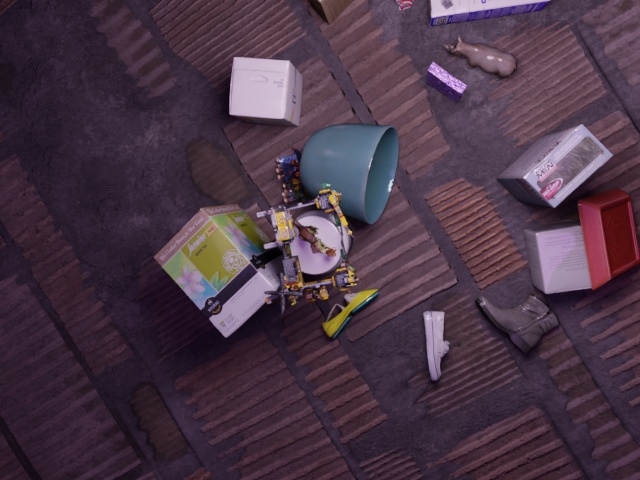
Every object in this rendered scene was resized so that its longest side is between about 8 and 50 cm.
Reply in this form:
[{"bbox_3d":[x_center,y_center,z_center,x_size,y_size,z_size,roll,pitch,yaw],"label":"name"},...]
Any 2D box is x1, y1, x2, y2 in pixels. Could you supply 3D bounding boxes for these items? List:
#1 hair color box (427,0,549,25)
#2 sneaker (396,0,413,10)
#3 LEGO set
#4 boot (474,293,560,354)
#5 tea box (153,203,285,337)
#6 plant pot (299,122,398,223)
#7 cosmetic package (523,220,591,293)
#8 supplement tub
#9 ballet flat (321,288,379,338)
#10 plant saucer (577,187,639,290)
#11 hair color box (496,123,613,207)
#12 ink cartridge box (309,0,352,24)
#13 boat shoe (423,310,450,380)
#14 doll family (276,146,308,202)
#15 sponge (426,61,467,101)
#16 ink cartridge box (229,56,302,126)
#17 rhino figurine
[{"bbox_3d":[0.486,-0.760,1.551,0.338,0.110,0.186,-4,97,7],"label":"hair color box"},{"bbox_3d":[0.232,-0.752,1.622,0.118,0.042,0.067,14,95,5],"label":"sneaker"},{"bbox_3d":[-0.034,0.019,1.389,0.254,0.192,0.332,-3,96,9],"label":"LEGO set"},{"bbox_3d":[0.618,0.223,1.658,0.246,0.083,0.161,43,93,-3],"label":"boot"},{"bbox_3d":[-0.277,0.076,1.642,0.220,0.329,0.323,-44,89,11],"label":"tea box"},{"bbox_3d":[0.078,-0.220,1.589,0.235,0.293,0.293,16,98,20],"label":"plant pot"},{"bbox_3d":[0.715,0.048,1.578,0.151,0.151,0.184,-10,95,9],"label":"cosmetic package"},{"bbox_3d":[0.000,0.000,1.620,0.190,0.272,0.191,1,96,9],"label":"supplement tub"},{"bbox_3d":[0.091,0.224,1.735,0.231,0.077,0.077,-47,71,12],"label":"ballet flat"},{"bbox_3d":[0.845,-0.011,1.519,0.047,0.258,0.259,-5,98,53],"label":"plant saucer"},{"bbox_3d":[0.623,-0.199,1.452,0.113,0.374,0.185,46,101,2],"label":"hair color box"},{"bbox_3d":[0.051,-0.764,1.550,0.088,0.234,0.193,44,100,1],"label":"ink cartridge box"},{"bbox_3d":[0.379,0.339,1.694,0.075,0.083,0.227,-6,94,10],"label":"boat shoe"},{"bbox_3d":[-0.076,-0.214,1.711,0.111,0.076,0.193,-16,90,15],"label":"doll family"},{"bbox_3d":[0.367,-0.460,1.547,0.117,0.210,0.031,36,102,4],"label":"sponge"},{"bbox_3d":[-0.161,-0.448,1.617,0.171,0.232,0.169,6,97,8],"label":"ink cartridge box"},{"bbox_3d":[0.474,-0.550,1.574,0.243,0.106,0.073,24,98,5],"label":"rhino figurine"}]
